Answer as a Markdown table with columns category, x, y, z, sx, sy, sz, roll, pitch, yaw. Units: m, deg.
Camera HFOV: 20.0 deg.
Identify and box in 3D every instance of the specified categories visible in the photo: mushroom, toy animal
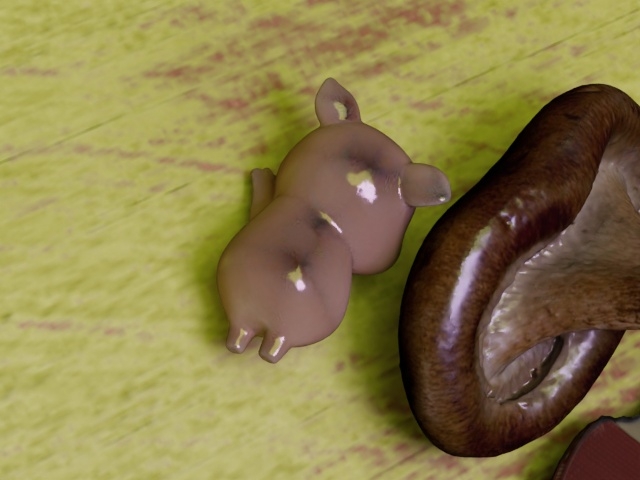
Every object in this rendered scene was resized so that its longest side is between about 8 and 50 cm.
| category | x | y | z | sx | sy | sz | roll | pitch | yaw |
| --- | --- | --- | --- | --- | --- | --- | --- | --- | --- |
| mushroom | 0.164 | 0.024 | 0.899 | 0.227 | 0.217 | 0.148 | -54 | 132 | -23 |
| toy animal | 0.001 | -0.002 | 0.920 | 0.083 | 0.089 | 0.150 | 34 | 73 | -13 |

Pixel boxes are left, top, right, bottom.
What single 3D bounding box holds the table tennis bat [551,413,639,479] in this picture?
| category | x | y | z | sx | sy | sz | roll | pitch | yaw |
| --- | --- | --- | --- | --- | --- | --- | --- | --- | --- |
| table tennis bat | 0.176 | 0.137 | 0.971 | 0.130 | 0.019 | 0.220 | 36 | 58 | -25 |
